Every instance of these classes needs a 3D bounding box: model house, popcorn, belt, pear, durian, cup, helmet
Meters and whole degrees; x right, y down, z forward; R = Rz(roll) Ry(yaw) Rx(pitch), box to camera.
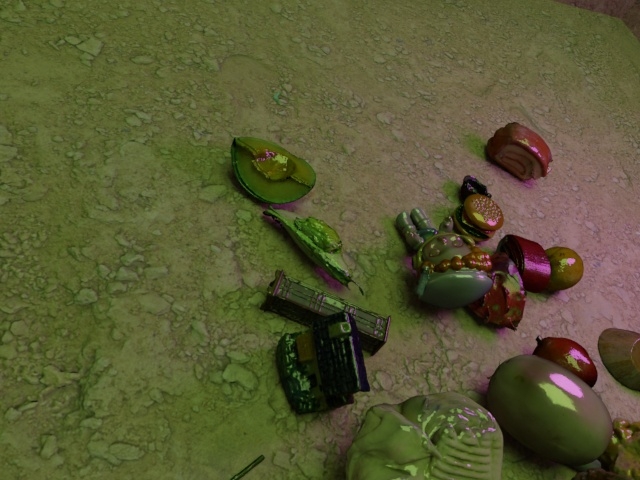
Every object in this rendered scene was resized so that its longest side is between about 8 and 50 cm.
[{"bbox_3d":[0.016,0.279,1.305,0.170,0.211,0.193,1,66,-24],"label":"model house"},{"bbox_3d":[0.854,0.586,1.472,0.212,0.259,0.259,47,45,-19],"label":"popcorn"},{"bbox_3d":[0.628,0.069,1.809,0.124,0.128,0.200,15,39,-15],"label":"belt"},{"bbox_3d":[0.764,0.091,1.848,0.162,0.149,0.148,-6,57,-36],"label":"pear"},{"bbox_3d":[-0.005,0.006,1.594,0.375,0.132,0.106,40,73,14],"label":"durian"},{"bbox_3d":[0.680,0.575,1.506,0.083,0.075,0.054,33,85,-2],"label":"cup"},{"bbox_3d":[0.530,-0.161,1.991,0.098,0.070,0.123,7,40,-29],"label":"helmet"}]

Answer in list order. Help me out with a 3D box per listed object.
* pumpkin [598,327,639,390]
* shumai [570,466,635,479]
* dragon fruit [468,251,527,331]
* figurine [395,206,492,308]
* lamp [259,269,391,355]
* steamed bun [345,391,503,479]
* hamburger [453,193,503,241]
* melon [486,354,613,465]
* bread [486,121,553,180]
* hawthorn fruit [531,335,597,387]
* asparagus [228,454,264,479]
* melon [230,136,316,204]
[{"bbox_3d":[0.988,0.355,1.778,0.218,0.110,0.217,12,56,-19],"label":"pumpkin"},{"bbox_3d":[0.592,0.653,1.238,0.263,0.314,0.267,-9,71,-24],"label":"shumai"},{"bbox_3d":[0.496,0.132,1.695,0.161,0.126,0.274,-2,45,-12],"label":"dragon fruit"},{"bbox_3d":[0.359,0.044,1.685,0.225,0.205,0.381,-7,40,0],"label":"figurine"},{"bbox_3d":[0.015,0.187,1.474,0.326,0.089,0.090,24,49,-5],"label":"lamp"},{"bbox_3d":[0.194,0.487,1.217,0.339,0.247,0.352,14,85,-28],"label":"steamed bun"},{"bbox_3d":[0.519,-0.074,1.886,0.162,0.115,0.162,12,52,-16],"label":"hamburger"},{"bbox_3d":[0.570,0.423,1.447,0.317,0.223,0.223,33,47,15],"label":"melon"},{"bbox_3d":[0.762,-0.327,2.156,0.244,0.190,0.123,31,61,-4],"label":"bread"},{"bbox_3d":[0.667,0.346,1.601,0.169,0.169,0.188,-21,66,-35],"label":"hawthorn fruit"},{"bbox_3d":[-0.180,0.497,1.191,0.163,0.016,0.016,-27,109,-37],"label":"asparagus"},{"bbox_3d":[-0.137,-0.198,1.694,0.265,0.129,0.169,31,26,5],"label":"melon"}]
